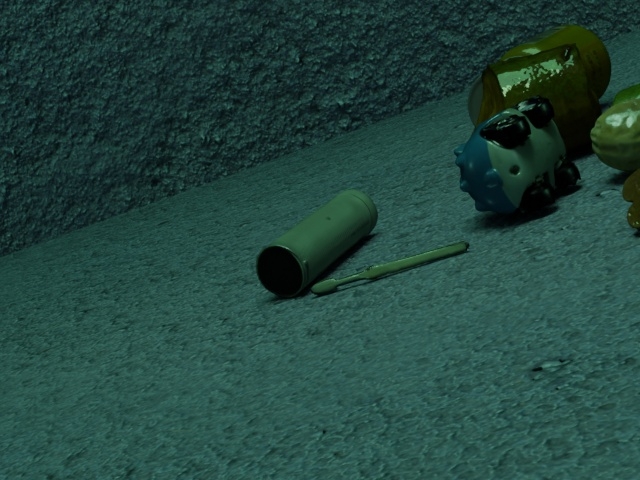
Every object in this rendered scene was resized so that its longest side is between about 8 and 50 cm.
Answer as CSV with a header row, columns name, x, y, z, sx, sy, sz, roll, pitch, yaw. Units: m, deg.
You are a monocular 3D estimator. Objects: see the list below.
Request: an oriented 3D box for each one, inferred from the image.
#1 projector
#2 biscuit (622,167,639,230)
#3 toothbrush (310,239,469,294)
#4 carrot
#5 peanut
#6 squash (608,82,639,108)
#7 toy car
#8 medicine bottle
name,x,y,z,sx,sy,sz,roll,pitch,yaw
projector,0.000,0.000,2.132,0.108,0.108,0.337,-12,14,32
biscuit,0.576,-0.111,1.615,0.288,0.044,0.202,-41,37,35
toothbrush,0.121,0.049,1.926,0.294,0.026,0.028,-17,-2,14
carrot,0.444,-0.277,2.338,0.340,0.242,0.241,-18,12,3
peanut,0.643,-0.215,2.008,0.305,0.147,0.147,-20,12,-5
squash,0.755,-0.293,2.236,0.288,0.111,0.203,-9,18,34
toy car,0.352,-0.146,2.041,0.190,0.189,0.255,-17,13,41
medicine bottle,0.531,-0.374,2.644,0.224,0.224,0.384,-8,16,42
